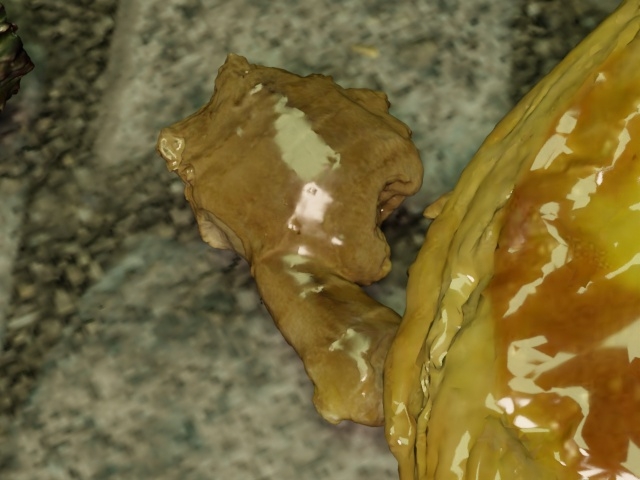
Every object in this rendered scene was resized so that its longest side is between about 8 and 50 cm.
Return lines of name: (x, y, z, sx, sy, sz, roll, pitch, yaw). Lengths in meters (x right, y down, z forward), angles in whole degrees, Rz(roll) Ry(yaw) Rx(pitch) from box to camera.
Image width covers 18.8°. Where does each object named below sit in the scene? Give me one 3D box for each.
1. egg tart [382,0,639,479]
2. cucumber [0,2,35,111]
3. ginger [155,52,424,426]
egg tart: (0.194, 0.047, 0.661, 0.352, 0.150, 0.352, -9, 63, 19)
cucumber: (-0.265, 0.023, 0.774, 0.096, 0.096, 0.359, 29, 64, 23)
ginger: (0.007, -0.005, 0.781, 0.096, 0.067, 0.165, -28, 71, -11)
